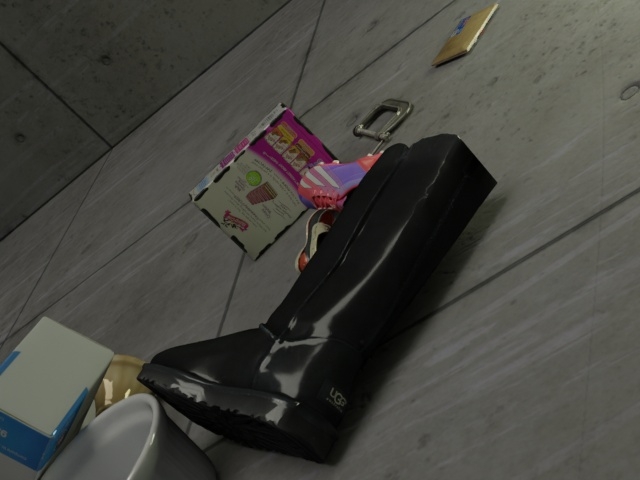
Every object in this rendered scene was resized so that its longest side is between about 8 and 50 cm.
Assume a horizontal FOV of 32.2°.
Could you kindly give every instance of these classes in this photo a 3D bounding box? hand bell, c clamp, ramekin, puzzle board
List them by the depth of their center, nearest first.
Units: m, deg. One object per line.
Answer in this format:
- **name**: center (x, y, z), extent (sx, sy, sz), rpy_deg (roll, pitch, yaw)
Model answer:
- **ramekin**: center (-0.265, 0.350, 1.455), extent (0.277, 0.135, 0.277), rpy_deg (-39, 22, 19)
- **hand bell**: center (-0.322, 0.309, 1.721), extent (0.126, 0.126, 0.242), rpy_deg (-35, 34, 26)
- **c clamp**: center (0.099, -0.203, 1.957), extent (0.137, 0.022, 0.161), rpy_deg (-46, 21, 0)
- **puzzle board**: center (0.258, -0.365, 1.976), extent (0.096, 0.011, 0.128), rpy_deg (-15, 35, 55)

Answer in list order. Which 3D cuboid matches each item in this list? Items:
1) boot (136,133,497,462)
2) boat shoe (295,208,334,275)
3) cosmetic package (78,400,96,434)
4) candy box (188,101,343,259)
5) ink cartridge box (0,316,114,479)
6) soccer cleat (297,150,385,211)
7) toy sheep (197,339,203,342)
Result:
- **boot**: center (-0.010, 0.056, 1.474), extent (0.367, 0.146, 0.445), rpy_deg (7, 59, 47)
- **boat shoe**: center (0.000, 0.000, 1.731), extent (0.043, 0.049, 0.137), rpy_deg (-23, 32, 39)
- **cosmetic package**: center (-0.434, 0.307, 1.961), extent (0.099, 0.060, 0.239), rpy_deg (-41, 21, 10)
- **candy box**: center (-0.093, -0.104, 1.945), extent (0.233, 0.159, 0.071), rpy_deg (-44, 19, 2)
- **ink cartridge box**: center (-0.449, 0.303, 1.650), extent (0.307, 0.129, 0.223), rpy_deg (-62, 2, 30)
- **soccer cleat**: center (0.033, -0.077, 1.774), extent (0.248, 0.083, 0.095), rpy_deg (-12, 43, 51)
- **toy sheep**: center (-0.160, 0.201, 1.606), extent (0.091, 0.091, 0.132), rpy_deg (-33, 33, 29)
